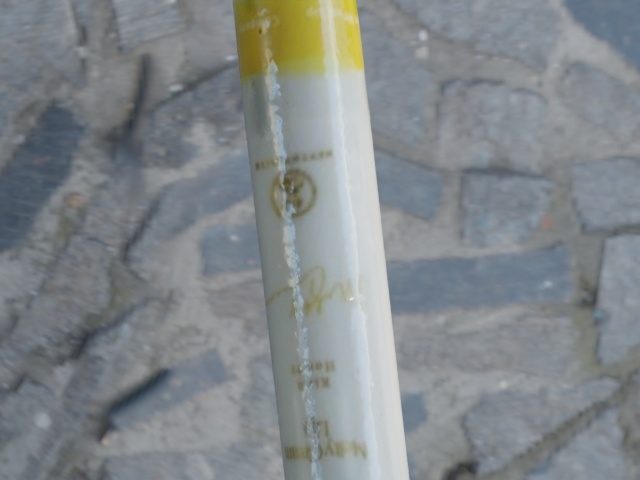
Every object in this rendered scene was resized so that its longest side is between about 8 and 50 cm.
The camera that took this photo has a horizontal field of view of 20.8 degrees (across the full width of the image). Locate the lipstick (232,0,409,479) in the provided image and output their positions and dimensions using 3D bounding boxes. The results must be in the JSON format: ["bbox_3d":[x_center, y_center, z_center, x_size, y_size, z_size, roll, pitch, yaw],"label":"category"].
[{"bbox_3d":[0.000,0.000,0.788,0.059,0.059,0.264,-5,86,-23],"label":"lipstick"}]
